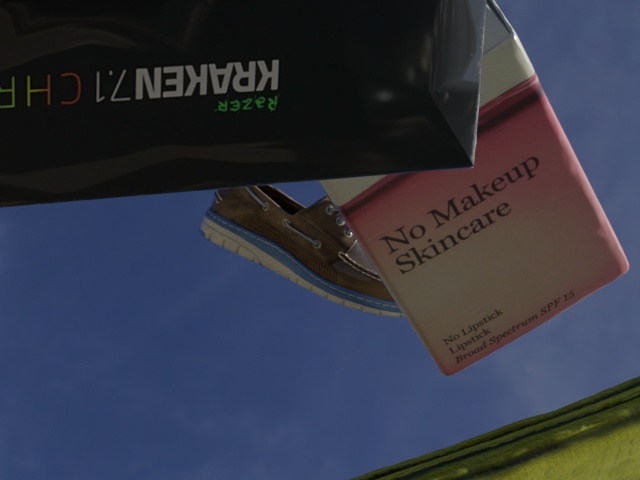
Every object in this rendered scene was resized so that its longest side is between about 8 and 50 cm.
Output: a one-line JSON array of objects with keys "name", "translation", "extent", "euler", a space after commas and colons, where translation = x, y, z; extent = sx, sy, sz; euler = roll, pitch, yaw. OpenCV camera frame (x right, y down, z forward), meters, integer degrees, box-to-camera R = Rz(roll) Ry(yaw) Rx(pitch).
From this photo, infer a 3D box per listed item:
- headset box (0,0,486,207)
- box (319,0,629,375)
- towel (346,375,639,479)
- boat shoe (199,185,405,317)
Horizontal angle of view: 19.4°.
[{"name": "headset box", "translation": [-0.105, -0.110, 0.595], "extent": [0.246, 0.283, 0.131], "euler": [-5, -66, -19]}, {"name": "box", "translation": [0.079, -0.050, 1.204], "extent": [0.148, 0.127, 0.232], "euler": [-31, -47, 3]}, {"name": "towel", "translation": [0.007, 0.080, 0.410], "extent": [0.237, 0.021, 0.102], "euler": [-17, -36, -20]}, {"name": "boat shoe", "translation": [0.000, 0.000, 1.376], "extent": [0.183, 0.066, 0.066], "euler": [23, -79, 12]}]
